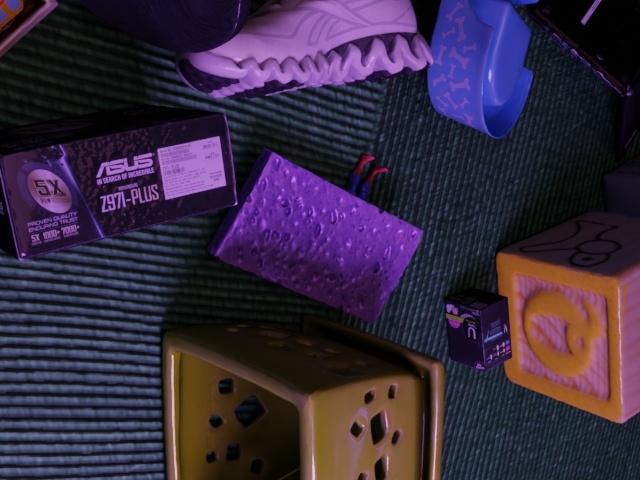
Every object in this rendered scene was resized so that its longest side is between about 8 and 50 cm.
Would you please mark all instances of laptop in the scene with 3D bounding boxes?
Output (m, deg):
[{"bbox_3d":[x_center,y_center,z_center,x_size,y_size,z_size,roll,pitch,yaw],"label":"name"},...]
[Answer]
[{"bbox_3d":[0.402,-0.285,1.145,0.264,0.136,0.234,37,75,-9],"label":"laptop"}]

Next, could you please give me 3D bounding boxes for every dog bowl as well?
[{"bbox_3d":[0.193,-0.264,0.927,0.166,0.074,0.297,11,94,-62],"label":"dog bowl"}]

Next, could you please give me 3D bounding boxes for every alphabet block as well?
[{"bbox_3d":[0.364,0.086,1.086,0.197,0.192,0.193,-20,109,-31],"label":"alphabet block"}]

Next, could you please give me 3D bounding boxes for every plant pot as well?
[{"bbox_3d":[-0.006,0.197,0.821,0.207,0.227,0.228,-9,105,-41],"label":"plant pot"}]

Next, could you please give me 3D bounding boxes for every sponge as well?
[{"bbox_3d":[0.000,0.000,0.873,0.210,0.031,0.117,26,95,-32],"label":"sponge"}]

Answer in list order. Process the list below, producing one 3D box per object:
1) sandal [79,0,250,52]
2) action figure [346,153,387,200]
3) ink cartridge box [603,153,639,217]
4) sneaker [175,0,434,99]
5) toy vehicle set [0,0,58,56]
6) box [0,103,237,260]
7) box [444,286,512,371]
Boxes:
[{"bbox_3d":[-0.214,-0.309,0.585,0.445,0.168,0.107,56,37,-22],"label":"sandal"},{"bbox_3d":[0.031,-0.037,0.916,0.038,0.030,0.115,38,79,-38],"label":"action figure"},{"bbox_3d":[0.508,-0.059,1.198,0.176,0.128,0.127,-29,115,-29],"label":"ink cartridge box"},{"bbox_3d":[-0.016,-0.201,0.806,0.292,0.110,0.118,-18,102,-41],"label":"sneaker"},{"bbox_3d":[-0.343,-0.152,0.608,0.267,0.035,0.166,-50,124,-18],"label":"toy vehicle set"},{"bbox_3d":[-0.182,-0.055,0.678,0.180,0.147,0.077,-17,109,-32],"label":"box"},{"bbox_3d":[0.194,0.109,1.044,0.052,0.062,0.083,-20,112,-33],"label":"box"}]
